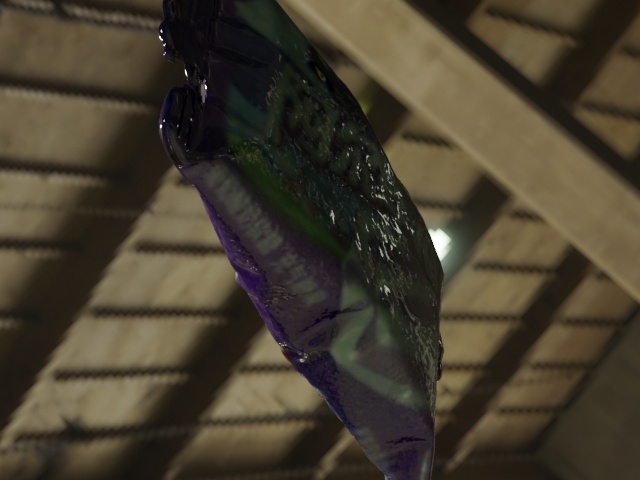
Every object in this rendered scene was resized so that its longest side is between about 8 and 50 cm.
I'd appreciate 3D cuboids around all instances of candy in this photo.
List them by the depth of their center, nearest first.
[{"bbox_3d":[0.000,0.000,0.840,0.070,0.145,0.275,-18,-51,15],"label":"candy"}]
